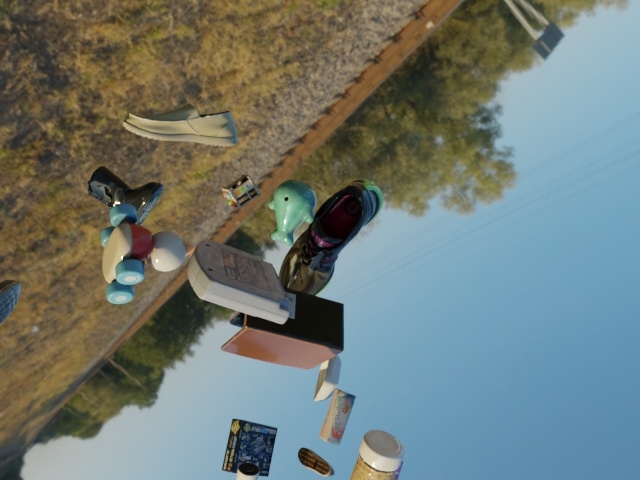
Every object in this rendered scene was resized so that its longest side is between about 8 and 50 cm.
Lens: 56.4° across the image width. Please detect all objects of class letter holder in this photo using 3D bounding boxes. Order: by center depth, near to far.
[{"bbox_3d":[-0.113,0.255,1.736,0.214,0.302,0.151,-44,-144,47],"label":"letter holder"}]

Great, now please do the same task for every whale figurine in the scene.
[{"bbox_3d":[-0.128,-0.117,2.436,0.271,0.216,0.141,-69,161,5],"label":"whale figurine"}]

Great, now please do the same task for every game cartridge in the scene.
[{"bbox_3d":[-0.178,0.077,1.249,0.060,0.196,0.294,-63,-162,8],"label":"game cartridge"}]

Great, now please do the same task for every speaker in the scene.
[{"bbox_3d":[-0.190,0.628,1.496,0.055,0.055,0.136,-61,163,-75],"label":"speaker"}]

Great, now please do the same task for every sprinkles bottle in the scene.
[{"bbox_3d":[0.129,0.718,1.701,0.121,0.121,0.355,-58,166,-73],"label":"sprinkles bottle"}]

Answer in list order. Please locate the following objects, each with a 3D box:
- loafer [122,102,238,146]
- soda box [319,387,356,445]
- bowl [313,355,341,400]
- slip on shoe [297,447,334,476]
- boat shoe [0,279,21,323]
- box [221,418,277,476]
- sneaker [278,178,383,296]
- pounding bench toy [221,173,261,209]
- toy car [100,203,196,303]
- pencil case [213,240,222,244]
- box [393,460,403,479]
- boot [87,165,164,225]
[{"bbox_3d":[-0.329,-0.282,1.423,0.102,0.269,0.091,-144,-120,-67],"label":"loafer"},{"bbox_3d":[0.060,0.622,2.109,0.063,0.058,0.183,4,-107,62],"label":"soda box"},{"bbox_3d":[0.027,0.445,1.948,0.142,0.053,0.142,110,-5,-45],"label":"bowl"},{"bbox_3d":[-0.013,0.674,1.813,0.135,0.041,0.051,14,-109,40],"label":"slip on shoe"},{"bbox_3d":[-1.017,0.198,1.735,0.355,0.130,0.132,-63,179,-67],"label":"boat shoe"},{"bbox_3d":[-0.244,0.731,2.102,0.051,0.220,0.175,-2,-112,31],"label":"box"},{"bbox_3d":[0.000,0.000,1.891,0.482,0.185,0.202,-57,162,13],"label":"sneaker"},{"bbox_3d":[-0.181,-0.106,1.311,0.065,0.052,0.083,-36,-159,-15],"label":"pounding bench toy"},{"bbox_3d":[-0.468,0.041,1.661,0.238,0.219,0.210,4,144,-32],"label":"toy car"},{"bbox_3d":[-0.258,0.060,1.666,0.070,0.152,0.064,-56,-144,2],"label":"pencil case"},{"bbox_3d":[0.211,0.998,2.419,0.201,0.057,0.293,6,-105,60],"label":"box"},{"bbox_3d":[-0.622,-0.159,1.878,0.246,0.207,0.094,-41,-168,47],"label":"boot"}]
